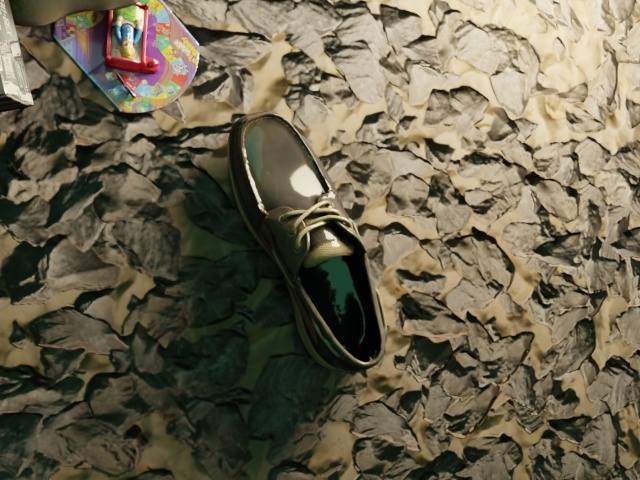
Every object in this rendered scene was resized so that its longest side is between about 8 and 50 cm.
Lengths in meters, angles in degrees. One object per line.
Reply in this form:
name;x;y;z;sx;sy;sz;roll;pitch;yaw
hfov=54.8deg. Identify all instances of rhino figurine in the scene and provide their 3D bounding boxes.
rhino figurine;-0.304;-0.290;0.679;0.243;0.073;0.106;-16;88;-6

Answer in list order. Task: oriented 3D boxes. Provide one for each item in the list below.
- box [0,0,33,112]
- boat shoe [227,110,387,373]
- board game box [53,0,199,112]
box;-0.445;-0.259;0.597;0.243;0.076;0.307;-12;93;-4
boat shoe;0.000;0.000;0.764;0.132;0.130;0.355;-29;99;-19
board game box;-0.225;-0.241;0.736;0.133;0.033;0.168;-44;104;-16
